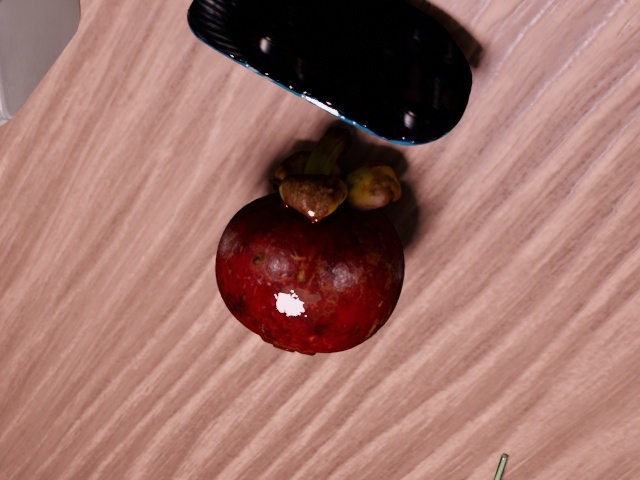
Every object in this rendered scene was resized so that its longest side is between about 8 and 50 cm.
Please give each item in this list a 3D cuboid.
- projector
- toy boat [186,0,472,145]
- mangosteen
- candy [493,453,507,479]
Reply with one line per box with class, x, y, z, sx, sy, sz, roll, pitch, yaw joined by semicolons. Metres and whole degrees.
projector;-0.342;-0.271;1.515;0.108;0.198;0.250;13;135;10
toy boat;0.012;-0.199;1.514;0.298;0.134;0.092;28;173;-7
mangosteen;0.000;0.000;1.644;0.215;0.215;0.258;19;101;5
candy;0.226;0.358;1.984;0.062;0.058;0.194;-10;131;-23
